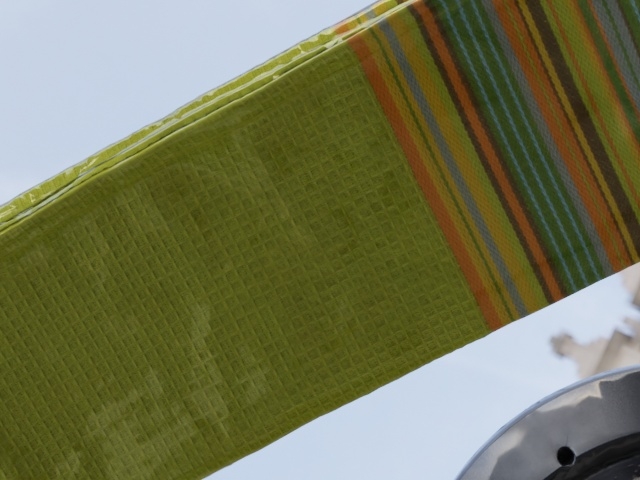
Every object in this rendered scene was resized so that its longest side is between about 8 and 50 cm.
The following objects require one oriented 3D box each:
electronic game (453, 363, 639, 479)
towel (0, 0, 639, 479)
[{"bbox_3d":[0.149,0.162,0.702,0.229,0.048,0.229,0,-83,2],"label":"electronic game"},{"bbox_3d":[0.000,0.000,0.475,0.237,0.021,0.102,-28,-72,6],"label":"towel"}]
